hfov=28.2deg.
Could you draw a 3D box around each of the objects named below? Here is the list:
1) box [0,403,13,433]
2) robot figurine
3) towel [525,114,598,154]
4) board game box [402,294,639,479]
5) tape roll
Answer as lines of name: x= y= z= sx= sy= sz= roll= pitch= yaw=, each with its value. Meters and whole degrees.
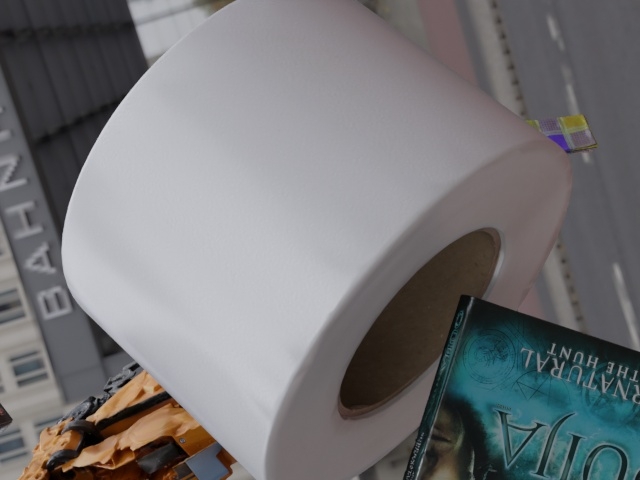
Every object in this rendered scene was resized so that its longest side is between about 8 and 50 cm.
box: x=-0.529 y=0.177 z=1.655 sx=0.231 sy=0.056 sz=0.183 roll=50 pitch=-168 yaw=10
robot figurine: x=-0.149 y=0.177 z=1.118 sx=0.085 sy=0.291 sz=0.211 roll=52 pitch=-155 yaw=-20
towel: x=0.294 y=-0.130 z=1.563 sx=0.009 sy=0.083 sz=0.060 roll=91 pitch=172 yaw=-53
board game box: x=0.148 y=0.118 z=0.712 sx=0.026 sy=0.186 sz=0.126 roll=-179 pitch=106 yaw=-80
tape roll: x=0.000 y=0.000 z=0.722 sx=0.169 sy=0.246 sz=0.246 roll=39 pitch=167 yaw=24
